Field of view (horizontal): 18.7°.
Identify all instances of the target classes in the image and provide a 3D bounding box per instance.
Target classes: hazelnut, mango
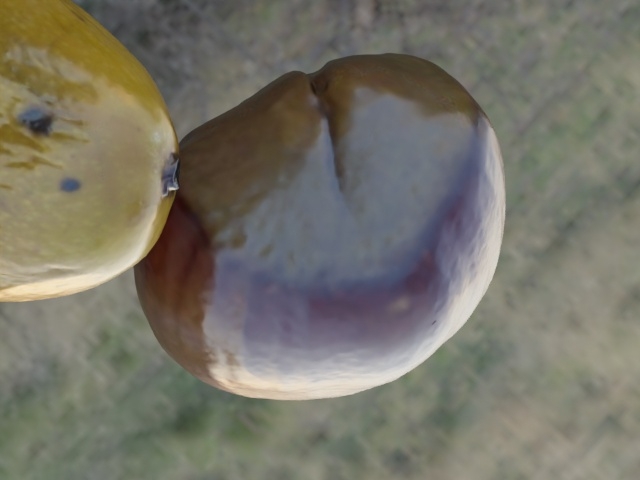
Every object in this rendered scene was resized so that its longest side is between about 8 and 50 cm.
[{"bbox_3d":[-0.001,-0.003,1.081,0.212,0.181,0.181,-13,177,-10],"label":"hazelnut"},{"bbox_3d":[-0.186,-0.061,0.882,0.109,0.262,0.157,-48,155,-65],"label":"mango"}]
